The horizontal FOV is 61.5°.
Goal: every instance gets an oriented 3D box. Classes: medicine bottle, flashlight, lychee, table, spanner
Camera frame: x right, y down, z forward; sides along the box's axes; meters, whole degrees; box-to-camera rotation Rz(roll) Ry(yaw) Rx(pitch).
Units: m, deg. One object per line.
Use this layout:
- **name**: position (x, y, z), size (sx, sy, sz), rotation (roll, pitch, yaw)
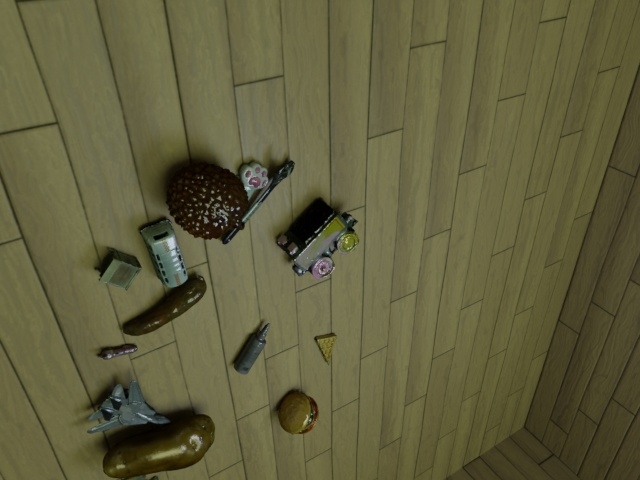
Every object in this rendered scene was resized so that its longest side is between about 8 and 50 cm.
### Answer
- **medicine bottle**: position (-0.225, 0.363, 1.838), size (0.057, 0.057, 0.199), rotation (21, 105, -43)
- **flashlight**: position (-0.221, -0.128, 1.514), size (0.093, 0.047, 0.200), rotation (28, 99, -46)
- **lychee**: position (-0.282, -0.096, 1.392), size (0.200, 0.200, 0.238), rotation (-48, 122, 0)
- **flashlight**: position (-0.586, 0.321, 1.560), size (0.110, 0.052, 0.032), rotation (-9, 88, -40)
- **table**: position (-0.531, 0.074, 1.409), size (0.083, 0.062, 0.079), rotation (28, 100, -44)
- **spanner**: position (-0.182, -0.108, 1.548), size (0.316, 0.024, 0.087), rotation (-49, 177, 6)

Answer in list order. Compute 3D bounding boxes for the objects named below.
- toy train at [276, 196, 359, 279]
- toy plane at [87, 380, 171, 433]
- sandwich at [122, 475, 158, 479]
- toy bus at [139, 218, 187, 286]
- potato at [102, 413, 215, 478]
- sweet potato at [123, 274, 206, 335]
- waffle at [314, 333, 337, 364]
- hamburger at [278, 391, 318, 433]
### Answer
- **toy train**: position (0.000, 0.000, 1.703), size (0.261, 0.134, 0.177), rotation (-46, 135, -2)
- **toy plane**: position (-0.572, 0.530, 1.682), size (0.212, 0.088, 0.267), rotation (-49, 143, 3)
- **sandwich**: position (-0.615, 0.885, 1.880), size (0.088, 0.090, 0.244), rotation (-47, 136, 4)
- **toy bus**: position (-0.415, 0.045, 1.458), size (0.087, 0.089, 0.194), rotation (-24, 132, -22)
- **potato**: position (-0.518, 0.683, 1.756), size (0.368, 0.195, 0.177), rotation (-7, 101, -31)
- **sweet potato**: position (-0.443, 0.200, 1.561), size (0.273, 0.075, 0.075), rotation (-36, 134, -6)
- **waffle**: position (0.008, 0.428, 2.080), size (0.097, 0.023, 0.153), rotation (-7, 123, -32)
- **hamburger**: position (-0.086, 0.672, 2.086), size (0.162, 0.162, 0.115), rotation (-51, 135, 4)
